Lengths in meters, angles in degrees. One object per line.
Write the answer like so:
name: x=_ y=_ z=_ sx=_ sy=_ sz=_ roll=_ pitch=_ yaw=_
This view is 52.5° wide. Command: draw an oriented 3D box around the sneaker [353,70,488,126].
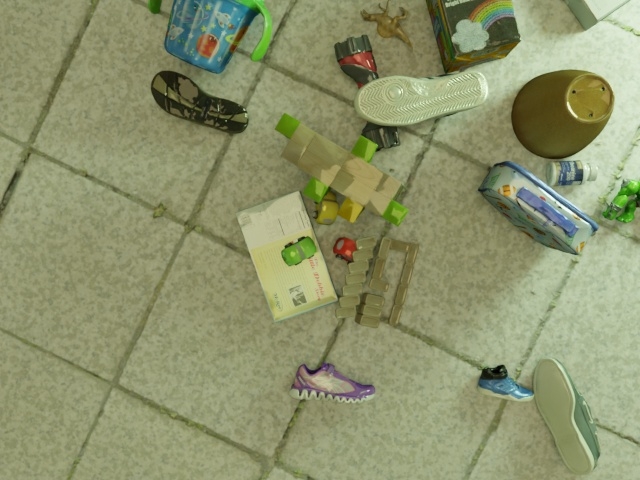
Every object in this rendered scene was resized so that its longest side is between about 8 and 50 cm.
sneaker: x=0.252 y=-0.365 z=1.703 sx=0.350 sy=0.148 sz=0.131 roll=-6 pitch=96 yaw=-8

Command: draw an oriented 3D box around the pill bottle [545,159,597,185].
pill bottle: x=0.673 y=-0.181 z=1.740 sx=0.120 sy=0.067 sz=0.067 roll=-2 pitch=92 yaw=2

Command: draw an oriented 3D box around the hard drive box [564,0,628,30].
hard drive box: x=0.759 y=-0.701 z=1.709 sx=0.232 sy=0.089 sz=0.181 roll=-34 pitch=90 yaw=2

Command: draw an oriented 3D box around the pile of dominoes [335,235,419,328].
pile of dominoes: x=0.148 y=0.110 z=1.771 sx=0.196 sy=0.040 sz=0.251 roll=14 pitch=91 yaw=-23

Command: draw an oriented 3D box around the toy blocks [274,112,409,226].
toy blocks: x=0.067 y=-0.170 z=1.680 sx=0.382 sy=0.261 sz=0.190 roll=32 pitch=95 yaw=8

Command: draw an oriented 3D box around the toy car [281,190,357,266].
toy car: x=0.000 y=0.000 z=1.722 sx=0.225 sy=0.053 sz=0.238 roll=-30 pitch=96 yaw=-27

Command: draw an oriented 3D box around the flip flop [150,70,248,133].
flip flop: x=-0.329 y=-0.368 z=1.771 sx=0.277 sy=0.080 sz=0.112 roll=20 pitch=88 yaw=-14

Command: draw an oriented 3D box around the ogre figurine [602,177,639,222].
ogre figurine: x=0.860 y=-0.107 z=1.728 sx=0.197 sy=0.097 sz=0.118 roll=8 pitch=111 yaw=17

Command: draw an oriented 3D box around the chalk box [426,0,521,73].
chalk box: x=0.383 y=-0.611 z=1.683 sx=0.180 sy=0.179 sz=0.288 roll=-14 pitch=90 yaw=3

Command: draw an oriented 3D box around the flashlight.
flashlight: x=0.119 y=-0.388 z=1.742 sx=0.103 sy=0.103 sz=0.303 roll=-17 pitch=96 yaw=-27

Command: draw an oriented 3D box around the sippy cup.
sippy cup: x=-0.295 y=-0.568 z=1.697 sx=0.240 sy=0.305 sz=0.224 roll=14 pitch=107 yaw=-42

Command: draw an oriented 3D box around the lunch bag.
lunch bag: x=0.556 y=-0.082 z=1.660 sx=0.303 sy=0.243 sz=0.115 roll=36 pitch=93 yaw=1

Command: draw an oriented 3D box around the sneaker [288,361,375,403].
sneaker: x=0.033 y=0.386 z=1.774 sx=0.237 sy=0.095 sz=0.104 roll=4 pitch=84 yaw=3

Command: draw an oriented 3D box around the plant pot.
plant pot: x=0.634 y=-0.338 z=1.644 sx=0.237 sy=0.254 sz=0.236 roll=0 pitch=91 yaw=2

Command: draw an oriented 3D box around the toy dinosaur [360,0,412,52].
toy dinosaur: x=0.199 y=-0.588 z=1.761 sx=0.183 sy=0.053 sz=0.092 roll=36 pitch=108 yaw=8

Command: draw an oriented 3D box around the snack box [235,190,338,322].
snack box: x=-0.090 y=0.044 z=1.778 sx=0.187 sy=0.060 sz=0.321 roll=-19 pitch=91 yaw=1

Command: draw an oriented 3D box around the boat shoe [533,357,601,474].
boat shoe: x=0.675 y=0.465 z=1.765 sx=0.099 sy=0.116 sz=0.319 roll=-14 pitch=83 yaw=-40

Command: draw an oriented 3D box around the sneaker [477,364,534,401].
sneaker: x=0.510 y=0.385 z=1.769 sx=0.152 sy=0.058 sz=0.084 roll=9 pitch=101 yaw=8
